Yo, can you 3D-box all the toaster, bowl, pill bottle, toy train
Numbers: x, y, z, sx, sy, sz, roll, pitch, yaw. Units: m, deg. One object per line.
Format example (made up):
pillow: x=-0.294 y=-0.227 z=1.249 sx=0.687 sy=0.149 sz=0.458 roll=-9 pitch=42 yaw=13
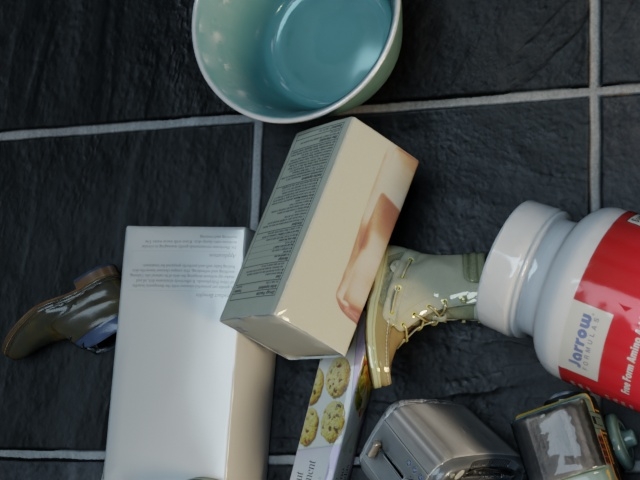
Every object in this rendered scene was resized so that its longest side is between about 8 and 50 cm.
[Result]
toaster: x=0.159 y=0.286 z=1.921 sx=0.146 sy=0.227 sz=0.129 roll=46 pitch=118 yaw=38
bowl: x=-0.008 y=-0.299 z=2.115 sx=0.311 sy=0.163 sz=0.311 roll=-4 pitch=79 yaw=22
pill bottle: x=0.409 y=0.096 z=1.830 sx=0.408 sy=0.229 sz=0.229 roll=22 pitch=89 yaw=25
toy train: x=0.333 y=0.341 z=1.837 sx=0.142 sy=0.190 sz=0.334 roll=-20 pitch=73 yaw=19

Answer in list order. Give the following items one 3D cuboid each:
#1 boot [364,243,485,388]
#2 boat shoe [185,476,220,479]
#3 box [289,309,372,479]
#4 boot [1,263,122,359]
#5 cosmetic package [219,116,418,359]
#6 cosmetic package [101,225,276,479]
boot: x=0.143 y=0.100 z=1.985 sx=0.165 sy=0.077 sz=0.213 roll=4 pitch=56 yaw=4
boat shoe: x=-0.151 y=0.560 z=1.957 sx=0.187 sy=0.156 sz=0.500 roll=4 pitch=97 yaw=23
box: x=0.019 y=0.250 z=2.056 sx=0.067 sy=0.063 sz=0.324 roll=13 pitch=85 yaw=25
boot: x=-0.372 y=0.137 z=2.232 sx=0.219 sy=0.082 sz=0.106 roll=-37 pitch=66 yaw=11
cosmetic package: x=0.000 y=0.000 z=2.006 sx=0.153 sy=0.129 sz=0.296 roll=-7 pitch=55 yaw=57
cosmetic package: x=-0.175 y=0.169 z=2.102 sx=0.197 sy=0.155 sz=0.365 roll=2 pitch=82 yaw=21
